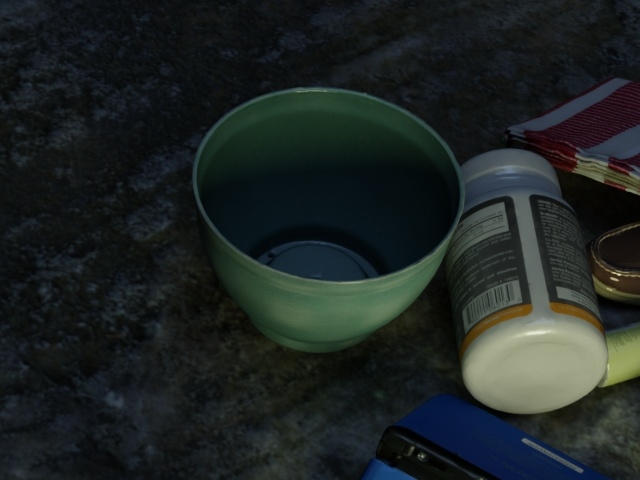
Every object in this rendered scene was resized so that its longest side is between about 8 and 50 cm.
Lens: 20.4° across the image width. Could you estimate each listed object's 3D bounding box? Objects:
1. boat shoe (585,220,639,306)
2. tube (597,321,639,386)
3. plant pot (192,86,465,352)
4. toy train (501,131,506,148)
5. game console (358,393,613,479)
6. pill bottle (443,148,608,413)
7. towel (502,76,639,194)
[{"bbox_3d":[0.469,-0.012,2.083,0.342,0.123,0.123,-6,49,-12],"label":"boat shoe"},{"bbox_3d":[0.413,0.110,2.010,0.240,0.062,0.070,-14,63,-20],"label":"tube"},{"bbox_3d":[0.000,0.000,1.968,0.293,0.196,0.293,4,47,-4],"label":"plant pot"},{"bbox_3d":[0.246,-0.106,2.215,0.023,0.017,0.083,3,47,-17],"label":"toy train"},{"bbox_3d":[0.177,0.317,1.817,0.293,0.173,0.250,28,20,17],"label":"game console"},{"bbox_3d":[0.221,0.041,1.980,0.162,0.162,0.278,1,48,-6],"label":"pill bottle"},{"bbox_3d":[0.415,-0.125,2.149,0.237,0.037,0.329,-27,34,-35],"label":"towel"}]
